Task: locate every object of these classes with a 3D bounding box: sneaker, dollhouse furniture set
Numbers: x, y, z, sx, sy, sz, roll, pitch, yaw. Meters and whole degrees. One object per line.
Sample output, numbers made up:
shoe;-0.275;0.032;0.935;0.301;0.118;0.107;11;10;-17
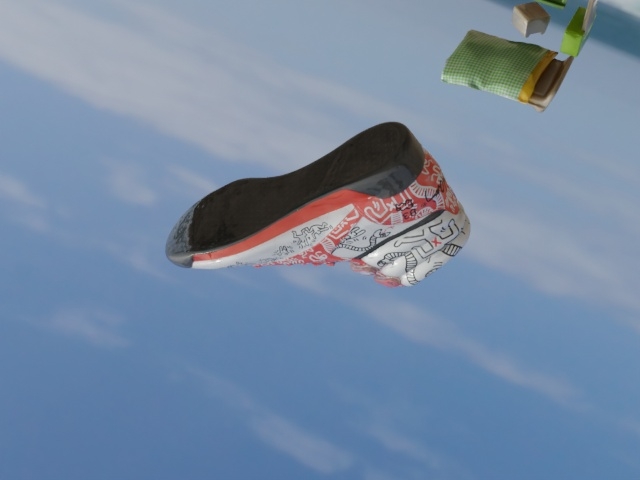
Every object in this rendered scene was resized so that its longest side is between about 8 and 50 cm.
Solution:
sneaker;0.000;0.001;1.192;0.145;0.270;0.090;48;-147;-35
dollhouse furniture set;0.144;-0.155;0.890;0.076;0.058;0.151;21;-136;13
